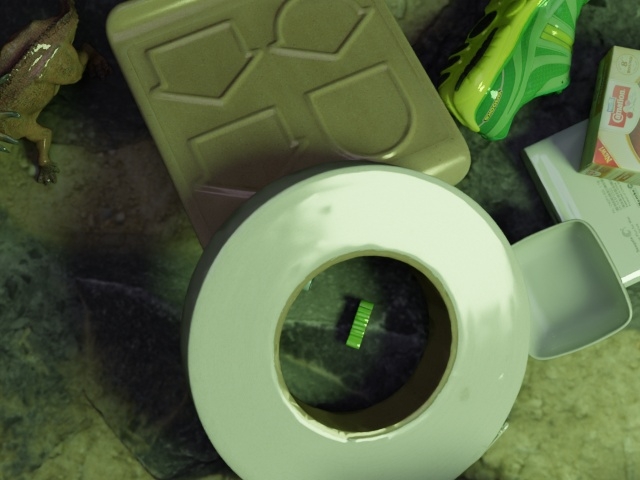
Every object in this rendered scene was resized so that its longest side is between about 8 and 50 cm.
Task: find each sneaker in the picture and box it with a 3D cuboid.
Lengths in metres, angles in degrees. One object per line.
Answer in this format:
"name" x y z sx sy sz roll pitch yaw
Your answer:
"sneaker" 0.257 -0.241 1.104 0.295 0.109 0.123 -48 120 -14

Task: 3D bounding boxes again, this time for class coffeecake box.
"coffeecake box" 0.410 -0.132 1.049 0.185 0.068 0.142 12 83 4

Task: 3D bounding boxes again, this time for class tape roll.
"tape roll" 0.044 0.107 0.987 0.392 0.072 0.392 -3 100 -16

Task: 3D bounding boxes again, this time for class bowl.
"bowl" 0.281 0.056 1.054 0.142 0.053 0.142 -29 81 29

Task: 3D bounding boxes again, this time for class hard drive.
"hard drive" 0.426 -0.083 1.096 0.307 0.040 0.203 -25 82 -2

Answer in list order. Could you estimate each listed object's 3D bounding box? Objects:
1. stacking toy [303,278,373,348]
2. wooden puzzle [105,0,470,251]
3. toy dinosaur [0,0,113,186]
"stacking toy" 0.000 0.000 1.088 0.167 0.052 0.221 17 83 4
"wooden puzzle" -0.041 -0.162 1.061 0.322 0.080 0.348 -23 78 -11
"toy dinosaur" -0.346 -0.188 1.047 0.127 0.200 0.296 29 83 5
